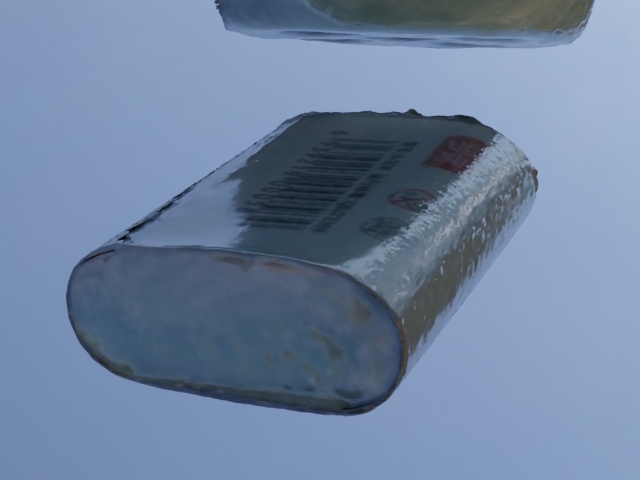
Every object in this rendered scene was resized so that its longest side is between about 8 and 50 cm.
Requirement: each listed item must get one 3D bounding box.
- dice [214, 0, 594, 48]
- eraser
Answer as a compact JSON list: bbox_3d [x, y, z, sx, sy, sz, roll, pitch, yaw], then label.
[{"bbox_3d":[0.064,-0.275,0.980,0.262,0.264,0.268,2,-85,1],"label":"dice"},{"bbox_3d":[0.000,0.000,0.715,0.227,0.174,0.081,-44,-48,-58],"label":"eraser"}]
